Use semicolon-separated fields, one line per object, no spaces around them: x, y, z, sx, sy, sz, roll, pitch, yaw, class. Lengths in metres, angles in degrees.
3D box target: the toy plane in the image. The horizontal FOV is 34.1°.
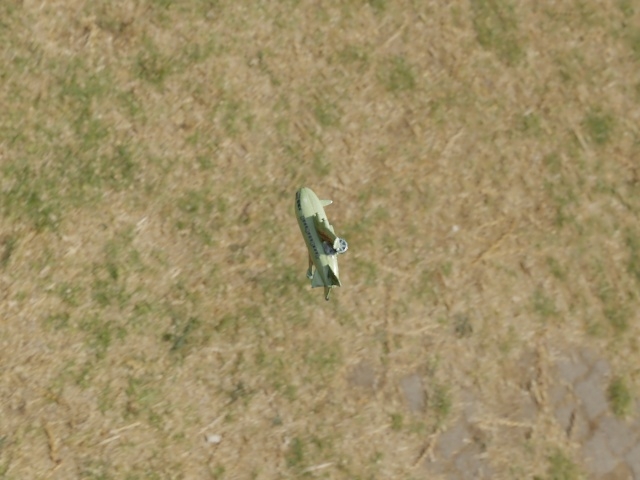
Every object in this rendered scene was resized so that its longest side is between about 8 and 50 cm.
0.000;0.000;1.014;0.040;0.102;0.111;-5;73;-21;toy plane
